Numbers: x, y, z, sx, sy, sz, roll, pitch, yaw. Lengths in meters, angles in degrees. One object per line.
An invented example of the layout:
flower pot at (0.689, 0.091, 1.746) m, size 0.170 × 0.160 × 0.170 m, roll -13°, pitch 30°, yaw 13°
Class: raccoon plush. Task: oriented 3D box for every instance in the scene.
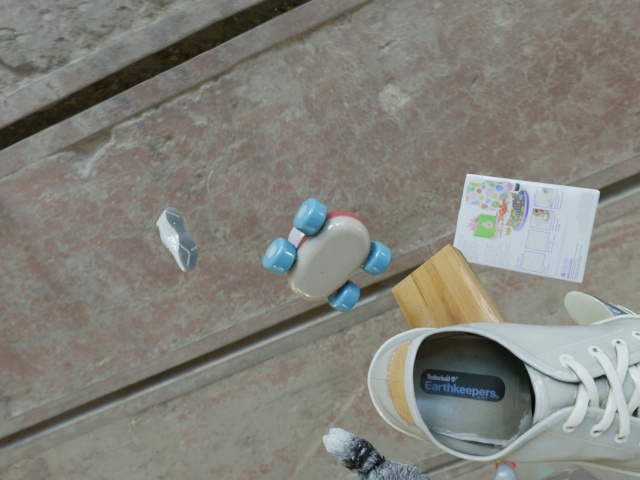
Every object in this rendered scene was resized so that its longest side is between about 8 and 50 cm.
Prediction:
raccoon plush at (0.145, 0.793, 1.408) m, size 0.446 × 0.299 × 0.216 m, roll 30°, pitch 130°, yaw -5°

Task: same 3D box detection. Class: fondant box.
fondant box at (0.542, -0.037, 1.325) m, size 0.330 × 0.096 × 0.239 m, roll 11°, pitch 95°, yaw 21°

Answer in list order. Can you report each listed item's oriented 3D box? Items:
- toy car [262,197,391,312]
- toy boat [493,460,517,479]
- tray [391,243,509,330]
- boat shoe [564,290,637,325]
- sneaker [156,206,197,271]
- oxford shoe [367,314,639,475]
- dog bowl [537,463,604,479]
toy car at (0.000, 0.000, 1.109) m, size 0.219 × 0.238 × 0.210 m, roll 32°, pitch 106°, yaw -24°
toy boat at (0.547, 0.741, 1.323) m, size 0.267 × 0.148 × 0.318 m, roll -25°, pitch 80°, yaw 22°
tray at (0.340, 0.227, 1.175) m, size 0.203 × 0.411 × 0.076 m, roll -43°, pitch 139°, yaw 23°
boat shoe at (0.391, 0.108, 0.646) m, size 0.043 × 0.137 × 0.049 m, roll -15°, pitch 126°, yaw -35°
sneaker at (-0.325, 0.004, 1.114) m, size 0.061 × 0.053 × 0.152 m, roll -31°, pitch 77°, yaw 37°
oxford shoe at (0.275, 0.155, 0.503) m, size 0.448 × 0.130 × 0.169 m, roll 1°, pitch 76°, yaw 4°
dog bowl at (0.481, 0.505, 0.754) m, size 0.102 × 0.349 × 0.349 m, roll -38°, pitch 113°, yaw 1°
